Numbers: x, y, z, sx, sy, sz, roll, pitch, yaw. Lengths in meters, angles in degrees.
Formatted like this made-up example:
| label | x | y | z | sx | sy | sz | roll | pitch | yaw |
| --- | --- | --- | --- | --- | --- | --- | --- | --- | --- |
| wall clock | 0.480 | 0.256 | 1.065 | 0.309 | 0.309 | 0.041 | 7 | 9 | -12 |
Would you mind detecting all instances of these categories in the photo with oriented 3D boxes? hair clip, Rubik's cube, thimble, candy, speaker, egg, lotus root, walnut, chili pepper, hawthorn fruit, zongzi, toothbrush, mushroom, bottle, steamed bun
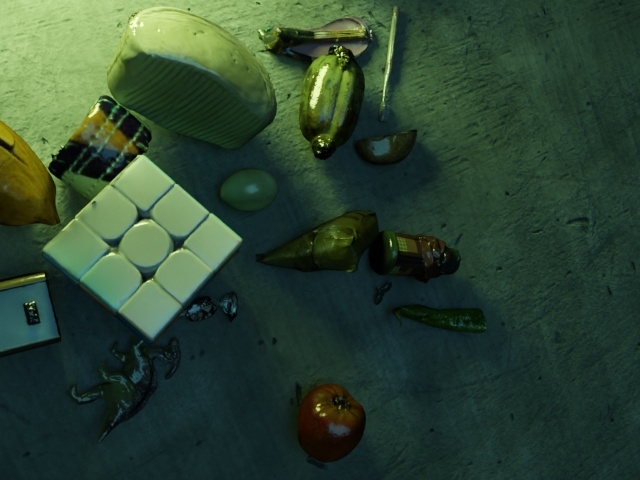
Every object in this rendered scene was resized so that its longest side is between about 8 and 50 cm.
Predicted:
| label | x | y | z | sx | sy | sz | roll | pitch | yaw |
| --- | --- | --- | --- | --- | --- | --- | --- | --- | --- |
| hair clip | 0.001 | -0.562 | 1.661 | 0.359 | 0.095 | 0.110 | -11 | 59 | -33 |
| Rubik's cube | -0.388 | 0.036 | 1.320 | 0.290 | 0.292 | 0.291 | 42 | 71 | -5 |
| thimble | -0.497 | -0.211 | 1.346 | 0.150 | 0.237 | 0.237 | 39 | 74 | -24 |
| candy | -0.318 | 0.183 | 1.512 | 0.226 | 0.051 | 0.093 | -12 | 105 | -22 |
| speaker | -0.692 | 0.166 | 1.260 | 0.231 | 0.192 | 0.153 | -13 | 96 | -23 |
| egg | -0.186 | -0.131 | 1.537 | 0.152 | 0.114 | 0.114 | -12 | 95 | -20 |
| lotus root | 0.024 | -0.369 | 1.616 | 0.173 | 0.173 | 0.309 | 16 | 83 | -24 |
| walnut | -0.699 | -0.142 | 1.256 | 0.336 | 0.209 | 0.209 | 43 | 73 | -21 |
| chili pepper | 0.360 | 0.238 | 1.805 | 0.359 | 0.076 | 0.084 | 7 | 60 | -28 |
| hawthorn fruit | 0.016 | 0.514 | 1.602 | 0.197 | 0.196 | 0.225 | 13 | 114 | -24 |
| zongzi | 0.000 | 0.000 | 1.648 | 0.260 | 0.289 | 0.123 | -49 | 130 | -58 |
| toothbrush | 0.211 | -0.528 | 1.771 | 0.029 | 0.024 | 0.353 | 9 | 86 | -30 |
| mushroom | 0.206 | -0.273 | 1.741 | 0.210 | 0.072 | 0.094 | -11 | 103 | -25 |
| bottle | 0.286 | 0.057 | 1.742 | 0.271 | 0.156 | 0.143 | 8 | 53 | -25 |
| steamed bun | -0.293 | -0.400 | 1.410 | 0.384 | 0.247 | 0.236 | 20 | 58 | -31 |

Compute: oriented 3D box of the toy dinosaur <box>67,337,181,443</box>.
| label | x | y | z | sx | sy | sz | roll | pitch | yaw |
| --- | --- | --- | --- | --- | --- | --- | --- | --- | --- |
| toy dinosaur | -0.464 | 0.334 | 1.425 | 0.294 | 0.077 | 0.162 | -47 | 109 | -18 |

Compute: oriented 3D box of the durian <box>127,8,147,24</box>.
| label | x | y | z | sx | sy | sz | roll | pitch | yaw |
| --- | --- | --- | --- | --- | --- | --- | --- | --- | --- |
| durian | -0.428 | -0.527 | 1.446 | 0.080 | 0.091 | 0.080 | -5 | 97 | -52 |

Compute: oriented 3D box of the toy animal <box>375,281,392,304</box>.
| label | x | y | z | sx | sy | sz | roll | pitch | yaw |
| --- | --- | --- | --- | --- | --- | --- | --- | --- | --- |
| toy animal | 0.178 | 0.148 | 1.747 | 0.050 | 0.028 | 0.084 | 40 | 77 | -20 |
